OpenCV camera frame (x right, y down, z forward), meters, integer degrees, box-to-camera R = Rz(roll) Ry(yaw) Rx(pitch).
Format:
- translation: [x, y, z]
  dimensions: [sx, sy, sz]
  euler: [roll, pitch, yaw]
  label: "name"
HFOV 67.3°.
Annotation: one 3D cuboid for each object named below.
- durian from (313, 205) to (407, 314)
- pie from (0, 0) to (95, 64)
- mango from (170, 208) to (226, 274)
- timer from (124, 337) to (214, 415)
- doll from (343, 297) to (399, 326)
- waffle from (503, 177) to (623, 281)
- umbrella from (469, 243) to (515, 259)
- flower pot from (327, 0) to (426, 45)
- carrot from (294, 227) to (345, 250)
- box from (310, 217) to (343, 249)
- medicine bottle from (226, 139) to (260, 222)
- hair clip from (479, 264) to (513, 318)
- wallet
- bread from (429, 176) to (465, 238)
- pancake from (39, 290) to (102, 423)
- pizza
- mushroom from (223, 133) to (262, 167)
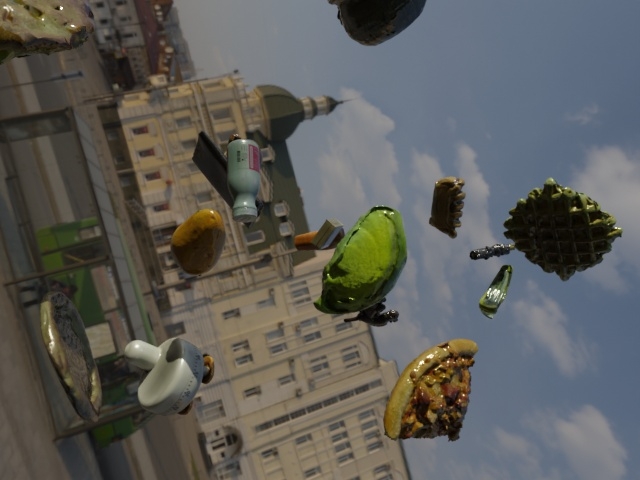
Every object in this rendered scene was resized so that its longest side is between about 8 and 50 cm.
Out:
- translation: [0.091, 0.050, 0.955]
  dimensions: [0.139, 0.101, 0.250]
  euler: [28, -81, 22]
  label: "durian"
- translation: [-0.530, -0.377, 0.728]
  dimensions: [0.103, 0.354, 0.289]
  euler: [-55, -160, 42]
  label: "pie"
- translation: [-0.346, 0.001, 1.364]
  dimensions: [0.227, 0.147, 0.109]
  euler: [-61, 178, 31]
  label: "mango"
- translation: [-0.478, 0.408, 1.476]
  dimensions: [0.240, 0.233, 0.233]
  euler: [38, 7, -34]
  label: "timer"
- translation: [0.144, 0.192, 1.381]
  dimensions: [0.057, 0.165, 0.139]
  euler: [-65, 160, -55]
  label: "doll"
- translation: [0.507, -0.018, 1.027]
  dimensions: [0.214, 0.054, 0.208]
  euler: [36, -37, 8]
  label: "waffle"
- translation: [0.505, 0.033, 1.408]
  dimensions: [0.040, 0.143, 0.037]
  euler: [98, -24, -47]
  label: "umbrella"
- translation: [0.172, -0.756, 1.477]
  dimensions: [0.213, 0.302, 0.302]
  euler: [46, 0, -31]
  label: "flower pot"
- translation: [0.000, 0.000, 1.809]
  dimensions: [0.087, 0.193, 0.087]
  euler: [-12, 90, -80]
  label: "carrot"
- translation: [0.017, -0.017, 1.288]
  dimensions: [0.035, 0.083, 0.079]
  euler: [40, 15, 11]
  label: "box"
- translation: [-0.211, -0.162, 1.319]
  dimensions: [0.090, 0.090, 0.217]
  euler: [126, -39, -70]
  label: "medicine bottle"
- translation: [0.517, 0.148, 1.414]
  dimensions: [0.060, 0.188, 0.033]
  euler: [18, -28, 36]
  label: "hair clip"
- translation: [-0.304, -0.197, 1.569]
  dimensions: [0.321, 0.044, 0.170]
  euler: [51, -31, 8]
  label: "wallet"
- translation: [0.478, -0.127, 1.795]
  dimensions: [0.134, 0.081, 0.225]
  euler: [26, -63, 53]
  label: "bread"
- translation: [-0.434, 0.208, 0.848]
  dimensions: [0.250, 0.031, 0.250]
  euler: [56, -23, 38]
  label: "pancake"
- translation: [0.284, 0.374, 1.142]
  dimensions: [0.226, 0.335, 0.086]
  euler: [59, -29, -8]
  label: "pizza"
- translation: [-0.294, -0.271, 1.723]
  dimensions: [0.194, 0.138, 0.231]
  euler: [-66, -156, 2]
  label: "mushroom"
